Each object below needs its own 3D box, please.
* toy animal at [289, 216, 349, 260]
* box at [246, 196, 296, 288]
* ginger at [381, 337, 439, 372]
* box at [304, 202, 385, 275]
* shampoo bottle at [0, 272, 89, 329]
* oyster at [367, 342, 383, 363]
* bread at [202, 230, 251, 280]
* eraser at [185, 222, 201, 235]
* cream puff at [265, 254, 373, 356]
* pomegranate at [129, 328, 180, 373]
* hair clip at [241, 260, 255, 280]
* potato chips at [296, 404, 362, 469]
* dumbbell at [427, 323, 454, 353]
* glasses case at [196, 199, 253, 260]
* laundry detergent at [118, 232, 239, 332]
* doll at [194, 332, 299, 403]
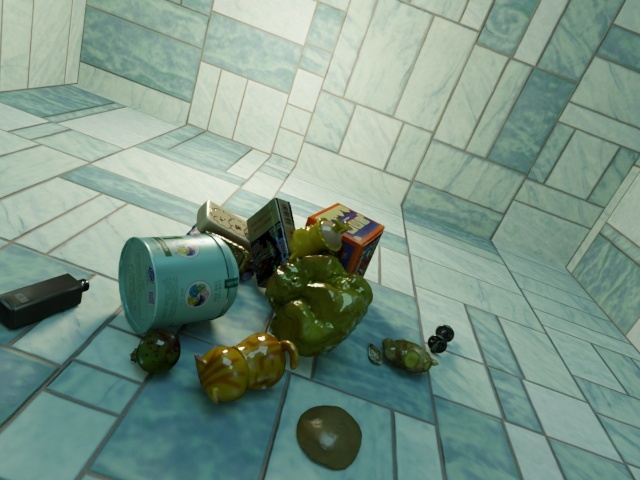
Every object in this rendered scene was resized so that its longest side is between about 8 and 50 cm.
[{"bbox_3d":[-0.003,0.000,1.614,0.156,0.229,0.156,38,31,-29],"label":"toy animal"},{"bbox_3d":[-0.183,0.009,1.770,0.084,0.198,0.311,16,50,-44],"label":"box"},{"bbox_3d":[0.328,0.422,1.643,0.216,0.102,0.157,19,0,3],"label":"ginger"},{"bbox_3d":[0.064,0.072,1.860,0.256,0.349,0.318,27,23,14],"label":"box"},{"bbox_3d":[-0.785,0.165,1.294,0.080,0.079,0.246,31,25,18],"label":"shampoo bottle"},{"bbox_3d":[0.200,0.414,1.640,0.051,0.034,0.093,3,37,-2],"label":"oyster"},{"bbox_3d":[-0.386,0.079,1.703,0.222,0.182,0.096,25,-13,4],"label":"bread"},{"bbox_3d":[-0.469,-0.024,1.928,0.154,0.102,0.332,21,23,-2],"label":"eraser"},{"bbox_3d":[-0.037,0.192,1.512,0.276,0.378,0.378,53,14,-21],"label":"cream puff"},{"bbox_3d":[-0.450,0.301,1.236,0.130,0.130,0.130,18,24,-8],"label":"pomegranate"},{"bbox_3d":[-0.328,0.114,1.820,0.195,0.052,0.124,-9,32,-40],"label":"hair clip"},{"bbox_3d":[0.034,0.521,1.241,0.208,0.062,0.195,-4,32,-40],"label":"potato chips"},{"bbox_3d":[0.495,0.402,1.846,0.081,0.082,0.254,30,25,20],"label":"dumbbell"},{"bbox_3d":[-0.351,-0.031,1.864,0.336,0.076,0.144,32,27,-35],"label":"glasses case"},{"bbox_3d":[-0.433,0.123,1.421,0.305,0.288,0.287,-4,34,-44],"label":"laundry detergent"},{"bbox_3d":[-0.218,0.356,1.268,0.269,0.162,0.167,-17,57,-40],"label":"doll"}]
